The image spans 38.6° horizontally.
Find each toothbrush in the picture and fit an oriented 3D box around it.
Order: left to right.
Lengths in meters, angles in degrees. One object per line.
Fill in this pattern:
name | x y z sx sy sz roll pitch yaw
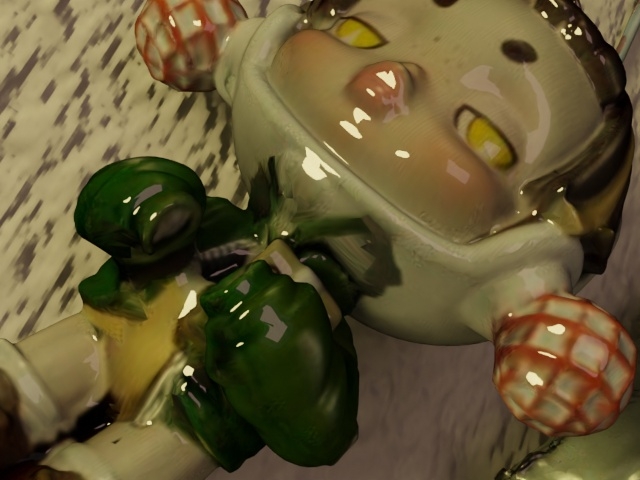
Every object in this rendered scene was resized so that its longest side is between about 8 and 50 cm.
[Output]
toothbrush | 0.198 -0.122 0.629 0.019 0.013 0.193 40 62 -6

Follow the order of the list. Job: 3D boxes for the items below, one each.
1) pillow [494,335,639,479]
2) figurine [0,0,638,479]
pillow | 0.298 0.123 0.491 0.310 0.119 0.312 29 45 26
figurine | 0.000 0.000 0.404 0.370 0.167 0.281 -38 68 -23
